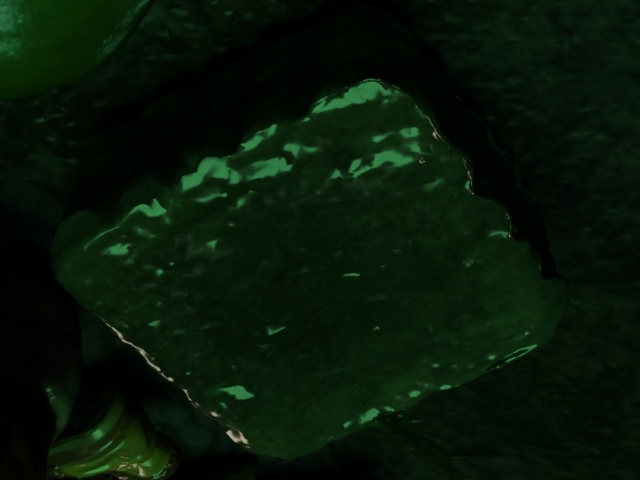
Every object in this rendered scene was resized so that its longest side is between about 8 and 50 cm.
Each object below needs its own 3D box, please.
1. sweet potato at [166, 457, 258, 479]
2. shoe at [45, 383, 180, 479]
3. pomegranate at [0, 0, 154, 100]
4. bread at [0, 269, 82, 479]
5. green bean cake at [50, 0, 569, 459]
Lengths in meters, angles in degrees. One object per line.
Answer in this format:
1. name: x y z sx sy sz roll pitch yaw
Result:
1. sweet potato: -0.168 0.188 0.752 0.273 0.067 0.067 -17 131 9
2. shoe: -0.133 0.124 0.684 0.109 0.072 0.069 -35 118 31
3. pomegranate: -0.131 -0.111 0.357 0.186 0.225 0.187 12 141 10
4. bread: -0.227 0.172 0.551 0.114 0.328 0.295 29 108 -16
5. green bean cake: 0.000 0.000 0.544 0.185 0.094 0.183 -24 127 23
